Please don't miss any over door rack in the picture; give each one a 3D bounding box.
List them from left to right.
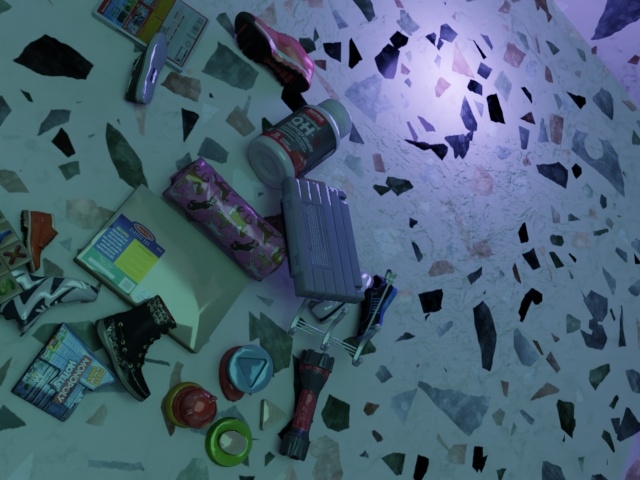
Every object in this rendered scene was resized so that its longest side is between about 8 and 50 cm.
[{"bbox_3d":[0.074,0.174,1.900,0.240,0.108,0.324,28,70,-10],"label":"over door rack"}]

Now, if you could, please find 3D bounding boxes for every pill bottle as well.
[{"bbox_3d":[-0.052,-0.305,1.970,0.318,0.176,0.176,-40,101,-31],"label":"pill bottle"}]

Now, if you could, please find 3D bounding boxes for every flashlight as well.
[{"bbox_3d":[-0.043,0.471,1.857,0.103,0.103,0.304,27,66,-25],"label":"flashlight"}]

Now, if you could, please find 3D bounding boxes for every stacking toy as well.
[{"bbox_3d":[-0.221,0.448,1.739,0.309,0.130,0.279,-37,99,-31],"label":"stacking toy"}]

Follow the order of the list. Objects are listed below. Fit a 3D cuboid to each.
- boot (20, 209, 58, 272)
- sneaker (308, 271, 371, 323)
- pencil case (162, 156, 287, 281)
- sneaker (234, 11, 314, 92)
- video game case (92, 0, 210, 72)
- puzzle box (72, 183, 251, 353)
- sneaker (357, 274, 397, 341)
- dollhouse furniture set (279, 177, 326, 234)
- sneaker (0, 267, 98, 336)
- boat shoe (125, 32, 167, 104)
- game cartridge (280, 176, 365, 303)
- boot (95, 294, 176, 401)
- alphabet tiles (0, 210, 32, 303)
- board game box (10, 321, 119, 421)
[{"bbox_3d":[-0.691,0.002,1.595,0.085,0.059,0.157,2,78,-36],"label":"boot"},{"bbox_3d":[0.063,0.157,2.001,0.235,0.090,0.095,-39,91,-32],"label":"sneaker"},{"bbox_3d":[-0.255,-0.060,1.801,0.386,0.167,0.160,44,39,-15],"label":"pencil case"},{"bbox_3d":[-0.141,-0.608,2.037,0.314,0.116,0.136,41,52,-25],"label":"sneaker"},{"bbox_3d":[-0.484,-0.645,1.872,0.285,0.025,0.204,31,66,-22],"label":"video game case"},{"bbox_3d":[-0.415,0.077,1.746,0.409,0.052,0.272,43,62,-16],"label":"puzzle box"},{"bbox_3d":[0.159,0.214,2.051,0.090,0.081,0.232,41,55,-14],"label":"sneaker"},{"bbox_3d":[-0.055,-0.102,2.014,0.144,0.123,0.151,10,40,-29],"label":"dollhouse furniture set"},{"bbox_3d":[-0.667,0.161,1.554,0.235,0.094,0.153,14,74,-28],"label":"sneaker"},{"bbox_3d":[-0.490,-0.485,1.800,0.070,0.078,0.219,10,74,16],"label":"boat shoe"},{"bbox_3d":[0.000,0.000,1.837,0.230,0.068,0.355,9,60,-34],"label":"game cartridge"},{"bbox_3d":[-0.440,0.270,1.635,0.179,0.085,0.236,-27,93,-7],"label":"boot"},{"bbox_3d":[-0.858,0.059,1.460,0.343,0.011,0.285,-33,85,-26],"label":"alphabet tiles"},{"bbox_3d":[-0.606,0.333,1.574,0.194,0.060,0.194,38,63,-18],"label":"board game box"}]
